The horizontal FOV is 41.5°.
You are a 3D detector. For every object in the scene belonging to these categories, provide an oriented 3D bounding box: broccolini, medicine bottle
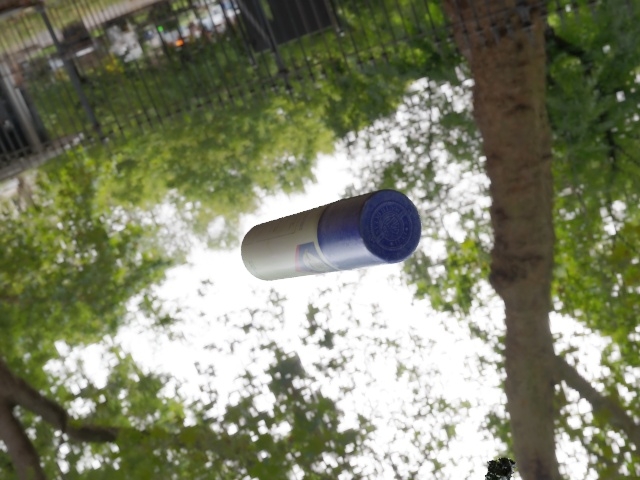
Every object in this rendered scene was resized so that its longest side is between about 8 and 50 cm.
[{"bbox_3d":[0.357,0.530,1.581,0.071,0.255,0.057,-14,-177,11],"label":"broccolini"},{"bbox_3d":[0.000,0.000,0.717,0.059,0.059,0.231,-30,-172,-26],"label":"medicine bottle"}]
